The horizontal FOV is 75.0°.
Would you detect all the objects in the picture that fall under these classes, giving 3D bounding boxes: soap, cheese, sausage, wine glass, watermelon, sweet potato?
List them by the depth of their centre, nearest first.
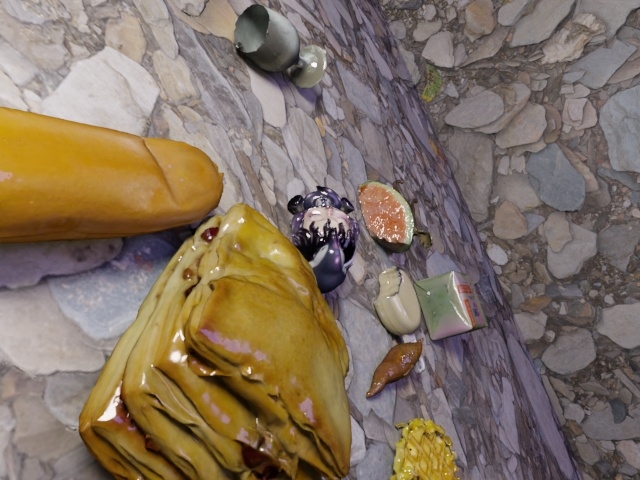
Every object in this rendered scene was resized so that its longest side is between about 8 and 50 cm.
[{"bbox_3d":[-0.244,-0.067,0.480,0.134,0.116,0.353,57,25,14],"label":"sausage"},{"bbox_3d":[0.159,0.285,0.924,0.226,0.068,0.068,-27,92,-42],"label":"sweet potato"},{"bbox_3d":[-0.090,-0.455,0.995,0.241,0.126,0.127,2,67,-58],"label":"wine glass"},{"bbox_3d":[0.216,0.196,1.059,0.249,0.070,0.163,62,31,-6],"label":"cheese"},{"bbox_3d":[0.201,-0.063,1.208,0.146,0.128,0.231,42,31,-65],"label":"watermelon"},{"bbox_3d":[0.404,0.201,1.288,0.199,0.138,0.182,13,59,-55],"label":"soap"}]

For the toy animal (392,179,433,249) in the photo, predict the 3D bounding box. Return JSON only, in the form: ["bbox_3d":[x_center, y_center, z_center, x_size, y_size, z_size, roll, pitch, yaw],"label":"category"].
[{"bbox_3d":[0.276,-0.074,1.347,0.214,0.093,0.186,45,31,-19],"label":"toy animal"}]

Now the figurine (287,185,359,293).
[{"bbox_3d":[0.000,0.000,0.824,0.145,0.145,0.222,44,26,-33],"label":"figurine"}]

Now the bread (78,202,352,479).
[{"bbox_3d":[-0.073,0.142,0.526,0.314,0.191,0.370,52,31,-21],"label":"bread"}]

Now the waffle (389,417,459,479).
[{"bbox_3d":[0.237,0.513,0.874,0.280,0.060,0.263,24,49,-49],"label":"waffle"}]
